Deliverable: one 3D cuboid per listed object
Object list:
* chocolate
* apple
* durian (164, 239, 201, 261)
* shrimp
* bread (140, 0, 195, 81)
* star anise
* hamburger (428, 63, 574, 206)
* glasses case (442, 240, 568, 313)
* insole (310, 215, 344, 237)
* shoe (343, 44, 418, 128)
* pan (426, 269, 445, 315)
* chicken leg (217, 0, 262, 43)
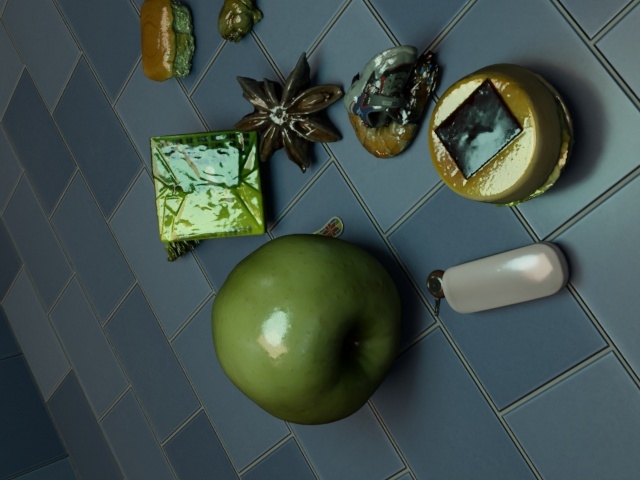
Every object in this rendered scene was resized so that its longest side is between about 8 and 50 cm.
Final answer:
[{"bbox_3d":[-0.300,-0.154,2.112,0.300,0.137,0.289,-4,98,3],"label":"chocolate"},{"bbox_3d":[-0.043,0.202,1.841,0.473,0.473,0.474,11,106,41],"label":"apple"},{"bbox_3d":[-0.423,-0.085,2.321,0.198,0.163,0.394,46,132,29],"label":"durian"},{"bbox_3d":[0.161,-0.341,1.788,0.222,0.054,0.290,49,127,26],"label":"shrimp"},{"bbox_3d":[-0.458,-0.594,2.262,0.174,0.121,0.246,13,110,39],"label":"bread"},{"bbox_3d":[-0.090,-0.331,1.948,0.315,0.108,0.316,7,108,22],"label":"star anise"},{"bbox_3d":[0.362,-0.206,1.546,0.300,0.176,0.300,12,108,42],"label":"hamburger"},{"bbox_3d":[0.391,0.083,1.651,0.296,0.075,0.113,-19,87,44],"label":"glasses case"},{"bbox_3d":[0.000,0.000,2.043,0.193,0.006,0.065,-42,71,40],"label":"insole"},{"bbox_3d":[0.144,-0.326,1.695,0.227,0.099,0.126,-45,59,44],"label":"shoe"},{"bbox_3d":[0.274,0.127,1.805,0.068,0.023,0.115,16,109,39],"label":"pan"},{"bbox_3d":[-0.205,-0.631,2.052,0.103,0.088,0.228,54,124,33],"label":"chicken leg"}]
